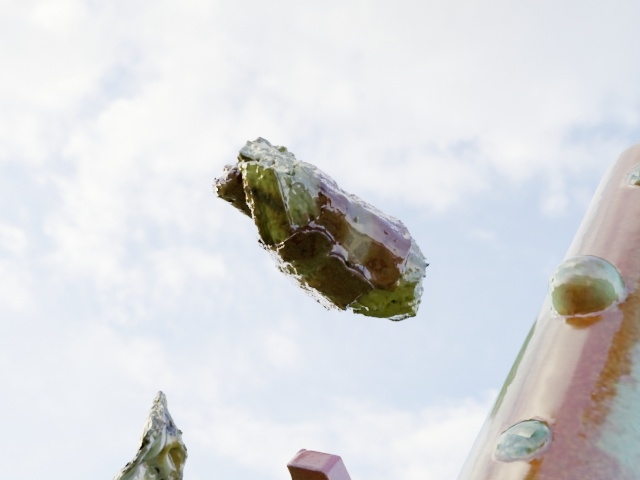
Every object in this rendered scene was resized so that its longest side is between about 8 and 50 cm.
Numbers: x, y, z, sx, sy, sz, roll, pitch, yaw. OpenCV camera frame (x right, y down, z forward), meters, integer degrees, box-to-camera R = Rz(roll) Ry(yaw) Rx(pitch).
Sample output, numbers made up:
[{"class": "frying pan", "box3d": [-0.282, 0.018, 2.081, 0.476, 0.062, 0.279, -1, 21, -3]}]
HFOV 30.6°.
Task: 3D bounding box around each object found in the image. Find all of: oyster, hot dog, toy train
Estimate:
[{"class": "oyster", "box3d": [-0.169, 0.230, 1.118, 0.045, 0.121, 0.146, 7, -79, 22]}, {"class": "hot dog", "box3d": [0.000, 0.000, 1.017, 0.213, 0.146, 0.103, 34, -79, -8]}, {"class": "toy train", "box3d": [0.124, 0.081, 0.443, 0.116, 0.285, 0.177, -8, -62, 35]}]

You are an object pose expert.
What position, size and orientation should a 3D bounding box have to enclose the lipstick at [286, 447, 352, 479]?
[{"class": "lipstick", "box3d": [0.046, 0.271, 0.860, 0.051, 0.051, 0.312, -11, -62, 19]}]
